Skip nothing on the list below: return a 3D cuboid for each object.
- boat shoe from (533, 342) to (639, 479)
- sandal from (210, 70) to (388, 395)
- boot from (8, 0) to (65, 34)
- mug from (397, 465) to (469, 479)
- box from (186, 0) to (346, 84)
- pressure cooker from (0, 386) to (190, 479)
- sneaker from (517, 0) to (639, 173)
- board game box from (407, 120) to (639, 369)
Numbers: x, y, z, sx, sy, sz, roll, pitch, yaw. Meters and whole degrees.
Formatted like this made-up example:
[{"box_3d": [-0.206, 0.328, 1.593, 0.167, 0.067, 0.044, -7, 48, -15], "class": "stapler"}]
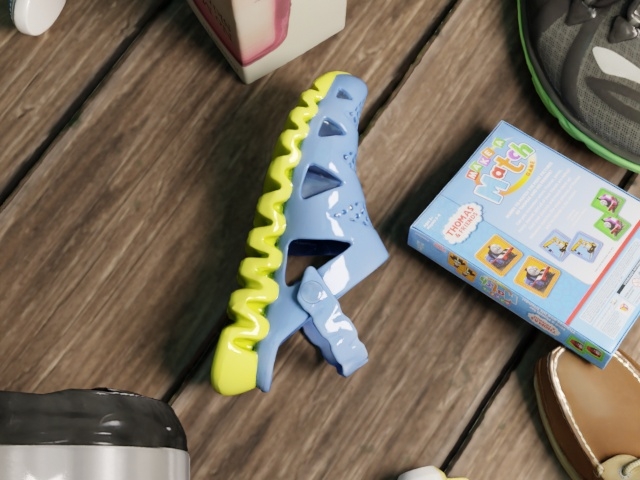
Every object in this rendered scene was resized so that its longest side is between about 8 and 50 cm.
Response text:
[{"box_3d": [0.312, 0.223, 0.829, 0.122, 0.120, 0.324, -31, 79, -8], "class": "boat shoe"}, {"box_3d": [0.000, 0.000, 0.884, 0.138, 0.126, 0.317, 14, 85, -1], "class": "sandal"}, {"box_3d": [-0.301, -0.298, 0.975, 0.086, 0.069, 0.190, 11, 69, 9], "class": "boot"}, {"box_3d": [0.100, 0.240, 0.861, 0.062, 0.078, 0.064, -27, 66, 26], "class": "mug"}, {"box_3d": [-0.063, -0.272, 0.881, 0.127, 0.232, 0.148, -33, 79, -8], "class": "box"}, {"box_3d": [-0.272, 0.327, 0.668, 0.375, 0.370, 0.420, -4, 73, 2], "class": "pressure cooker"}, {"box_3d": [0.278, -0.283, 0.906, 0.185, 0.202, 0.482, -17, 77, -4], "class": "sneaker"}, {"box_3d": [0.214, -0.003, 0.887, 0.211, 0.039, 0.160, 34, 65, 17], "class": "board game box"}]
